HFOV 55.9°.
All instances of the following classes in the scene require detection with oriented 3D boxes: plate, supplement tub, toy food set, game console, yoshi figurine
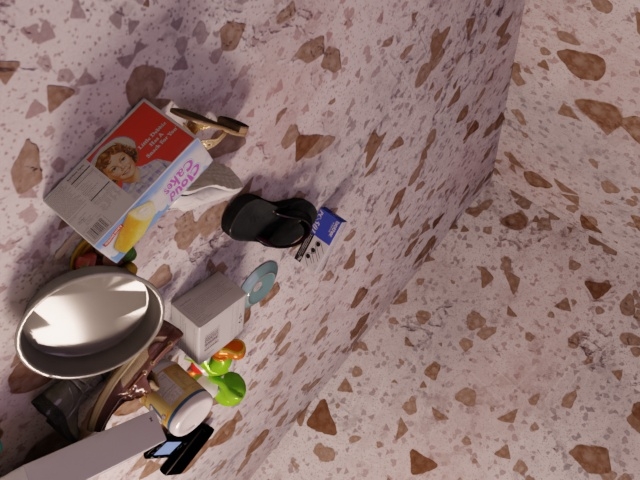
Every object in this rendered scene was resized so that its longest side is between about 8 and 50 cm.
[{"bbox_3d":[-0.197,0.151,1.953,0.188,0.024,0.188,-43,156,-24],"label":"plate"},{"bbox_3d":[-0.415,0.429,1.684,0.144,0.200,0.144,-43,155,-26],"label":"supplement tub"},{"bbox_3d":[-0.441,0.047,1.251,0.128,0.071,0.218,-50,157,-11],"label":"toy food set"},{"bbox_3d":[-0.517,0.742,2.142,0.213,0.044,0.361,-52,157,-6],"label":"game console"},{"bbox_3d":[-0.297,0.405,1.907,0.203,0.203,0.362,-39,157,-48],"label":"yoshi figurine"}]

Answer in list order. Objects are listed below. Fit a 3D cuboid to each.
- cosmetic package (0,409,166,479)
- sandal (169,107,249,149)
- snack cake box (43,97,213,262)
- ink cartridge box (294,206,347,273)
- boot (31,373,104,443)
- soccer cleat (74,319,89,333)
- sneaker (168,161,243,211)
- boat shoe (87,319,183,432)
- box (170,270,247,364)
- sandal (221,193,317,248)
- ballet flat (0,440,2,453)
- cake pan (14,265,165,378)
[{"bbox_3d":[-0.608,0.552,1.458,0.284,0.097,0.377,-34,167,27],"label":"cosmetic package"},{"bbox_3d":[-0.233,-0.218,1.264,0.240,0.088,0.079,-13,128,-65],"label":"sandal"},{"bbox_3d":[-0.348,-0.112,1.104,0.264,0.152,0.089,-49,158,-11],"label":"snack cake box"},{"bbox_3d":[0.000,0.000,2.032,0.046,0.097,0.207,-8,131,-60],"label":"ink cartridge box"},{"bbox_3d":[-0.582,0.385,1.457,0.161,0.083,0.246,-48,160,-32],"label":"boot"},{"bbox_3d":[-0.509,0.182,1.344,0.179,0.060,0.072,73,37,-63],"label":"soccer cleat"},{"bbox_3d":[-0.273,-0.116,1.362,0.235,0.090,0.095,-12,146,-54],"label":"sneaker"},{"bbox_3d":[-0.466,0.352,1.530,0.342,0.123,0.123,-59,-170,0],"label":"boat shoe"},{"bbox_3d":[-0.312,0.216,1.689,0.182,0.119,0.181,-37,152,-38],"label":"box"},{"bbox_3d":[-0.118,-0.035,1.732,0.167,0.107,0.446,-60,157,15],"label":"sandal"},{"bbox_3d":[-0.762,0.445,1.211,0.073,0.080,0.232,-32,163,23],"label":"ballet flat"},{"bbox_3d":[-0.470,0.164,1.238,0.293,0.054,0.293,-22,138,-21],"label":"cake pan"}]
